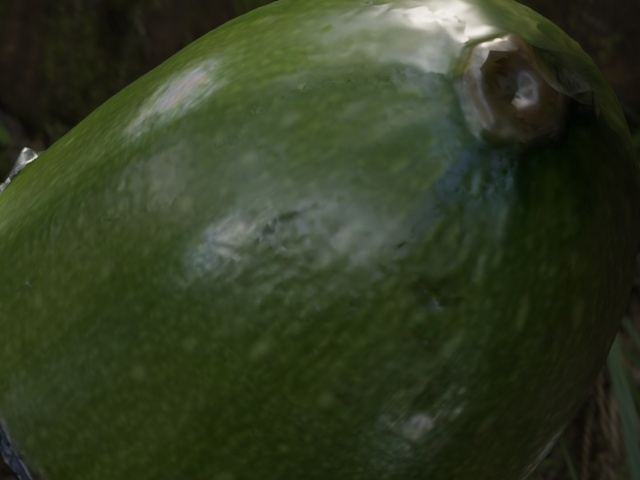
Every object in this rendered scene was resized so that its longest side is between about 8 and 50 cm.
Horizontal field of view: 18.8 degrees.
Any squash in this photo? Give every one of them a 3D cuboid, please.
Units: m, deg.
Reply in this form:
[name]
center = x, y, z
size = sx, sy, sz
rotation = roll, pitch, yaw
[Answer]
[squash]
center = 0.030, -0.007, 0.926
size = 0.309, 0.310, 0.310
rotation = -42, 25, 39
